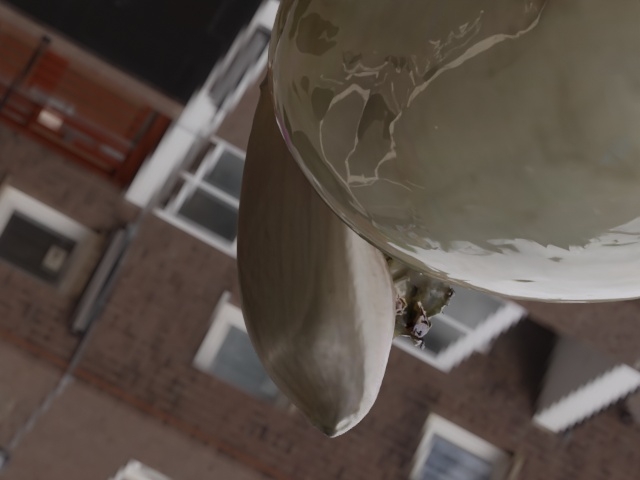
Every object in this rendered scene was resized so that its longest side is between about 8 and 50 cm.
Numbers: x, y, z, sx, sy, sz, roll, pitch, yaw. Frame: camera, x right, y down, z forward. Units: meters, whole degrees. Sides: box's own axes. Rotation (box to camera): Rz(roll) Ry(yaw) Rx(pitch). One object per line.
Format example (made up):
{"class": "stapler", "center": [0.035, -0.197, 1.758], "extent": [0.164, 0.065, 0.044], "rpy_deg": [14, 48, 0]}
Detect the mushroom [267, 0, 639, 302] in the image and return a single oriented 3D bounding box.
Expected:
{"class": "mushroom", "center": [0.120, -0.098, 0.631], "extent": [0.315, 0.356, 0.315], "rpy_deg": [-13, -117, 27]}

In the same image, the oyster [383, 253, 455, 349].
{"class": "oyster", "center": [0.072, -0.062, 1.648], "extent": [0.198, 0.133, 0.337], "rpy_deg": [26, 77, -66]}

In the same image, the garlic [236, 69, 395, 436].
{"class": "garlic", "center": [-0.005, 0.002, 1.406], "extent": [0.143, 0.112, 0.318], "rpy_deg": [-4, -84, 54]}
